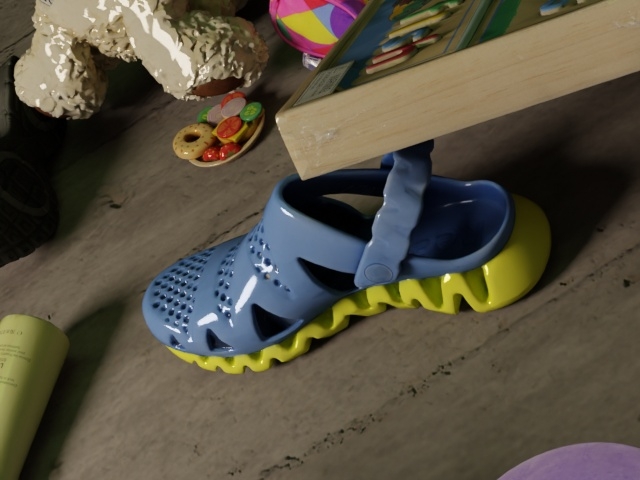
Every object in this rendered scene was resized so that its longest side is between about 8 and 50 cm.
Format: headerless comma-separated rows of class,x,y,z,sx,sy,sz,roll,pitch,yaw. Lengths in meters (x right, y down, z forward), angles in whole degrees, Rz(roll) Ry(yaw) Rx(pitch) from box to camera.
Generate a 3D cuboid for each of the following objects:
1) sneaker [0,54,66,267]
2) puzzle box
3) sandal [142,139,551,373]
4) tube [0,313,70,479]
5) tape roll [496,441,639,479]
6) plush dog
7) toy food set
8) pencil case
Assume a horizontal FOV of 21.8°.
sneaker,-0.317,-0.053,1.550,0.130,0.109,0.286,-29,29,19
puzzle box,0.144,-0.176,1.235,0.272,0.052,0.409,-17,18,21
sandal,0.000,0.000,1.216,0.317,0.138,0.126,-19,43,22
tube,-0.263,0.171,1.298,0.070,0.062,0.240,127,164,-57
tape roll,0.152,0.210,0.897,0.189,0.080,0.189,-23,48,28
plush dog,-0.150,-0.237,1.548,0.262,0.211,0.225,-7,13,30
toy food set,-0.086,-0.098,1.475,0.083,0.020,0.082,19,62,47
pencil case,0.035,-0.263,1.499,0.104,0.104,0.236,-2,51,35
